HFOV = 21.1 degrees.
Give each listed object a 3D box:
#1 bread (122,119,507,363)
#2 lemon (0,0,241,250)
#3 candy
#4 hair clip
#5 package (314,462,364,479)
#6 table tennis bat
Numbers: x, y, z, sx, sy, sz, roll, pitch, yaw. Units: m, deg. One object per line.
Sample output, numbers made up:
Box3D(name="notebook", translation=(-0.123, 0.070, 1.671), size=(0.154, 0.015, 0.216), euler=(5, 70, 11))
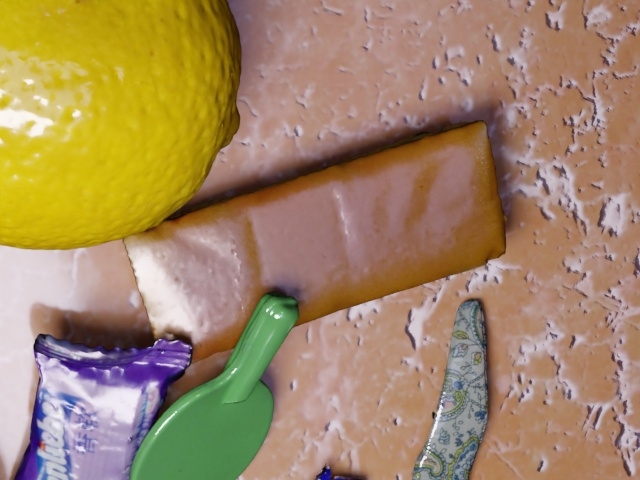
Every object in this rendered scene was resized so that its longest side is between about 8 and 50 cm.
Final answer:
Box3D(name="bread", translation=(0.000, 0.000, 1.641), size=(0.361, 0.077, 0.138), euler=(-18, 100, -8))
Box3D(name="lemon", translation=(-0.233, -0.147, 1.467), size=(0.336, 0.336, 0.336), euler=(-1, 97, -11))
Box3D(name="candy", translation=(-0.217, 0.200, 1.612), size=(0.145, 0.070, 0.275), euler=(11, 116, -9))
Box3D(name="hair clip", translation=(0.134, 0.172, 1.710), size=(0.066, 0.036, 0.229), euler=(10, 95, -19))
Box3D(name="package", translation=(-0.007, 0.270, 1.697), size=(0.077, 0.033, 0.111), euler=(27, 106, -36))
Box3D(name="table tennis bat", translation=(-0.091, 0.156, 1.605), size=(0.160, 0.039, 0.257), euler=(3, 124, -50))
